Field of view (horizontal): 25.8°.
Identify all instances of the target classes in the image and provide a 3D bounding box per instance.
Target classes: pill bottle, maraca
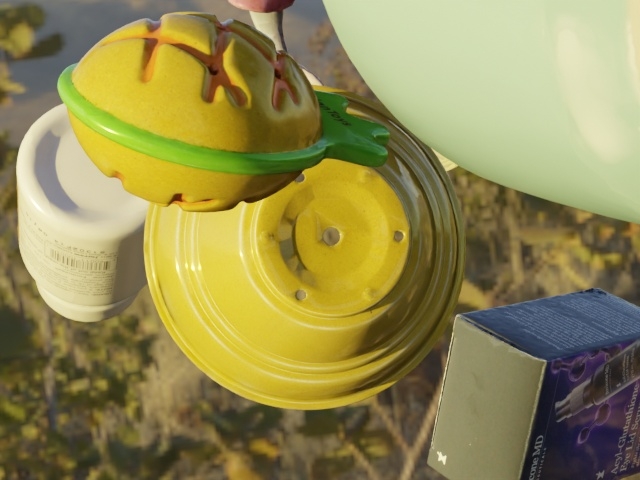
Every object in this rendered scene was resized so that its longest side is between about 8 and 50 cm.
[{"bbox_3d":[-0.198,-0.016,1.220,0.131,0.131,0.229,-10,-22,-16],"label":"pill bottle"},{"bbox_3d":[-0.047,-0.066,0.730,0.186,0.099,0.127,-2,33,-38],"label":"maraca"}]

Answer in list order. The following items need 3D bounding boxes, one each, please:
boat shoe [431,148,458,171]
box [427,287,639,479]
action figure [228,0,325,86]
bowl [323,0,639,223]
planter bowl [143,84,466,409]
[{"bbox_3d":[0.138,-0.103,1.168,0.135,0.045,0.050,-29,31,1],"label":"boat shoe"},{"bbox_3d":[0.213,0.140,1.264,0.207,0.153,0.108,-9,26,-41],"label":"box"},{"bbox_3d":[0.056,-0.242,0.963,0.248,0.275,0.370,-22,-22,30],"label":"action figure"},{"bbox_3d":[0.162,-0.121,0.501,0.311,0.311,0.163,-9,30,-12],"label":"bowl"},{"bbox_3d":[0.000,0.000,0.884,0.217,0.217,0.090,-9,-3,-12],"label":"planter bowl"}]
